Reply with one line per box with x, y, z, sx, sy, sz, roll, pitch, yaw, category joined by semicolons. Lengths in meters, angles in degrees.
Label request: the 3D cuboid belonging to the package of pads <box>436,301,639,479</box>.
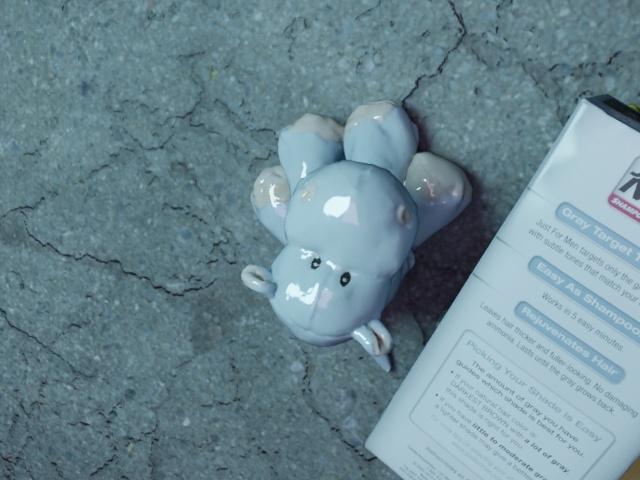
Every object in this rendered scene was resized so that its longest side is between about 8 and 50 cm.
0.279;0.180;0.743;0.296;0.101;0.229;-4;100;21;package of pads

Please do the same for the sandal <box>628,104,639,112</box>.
0.348;-0.020;0.634;0.317;0.126;0.138;40;119;31;sandal

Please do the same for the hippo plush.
0.000;0.000;0.729;0.234;0.236;0.294;27;109;12;hippo plush

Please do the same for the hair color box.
0.209;0.086;0.613;0.185;0.113;0.374;36;118;19;hair color box
